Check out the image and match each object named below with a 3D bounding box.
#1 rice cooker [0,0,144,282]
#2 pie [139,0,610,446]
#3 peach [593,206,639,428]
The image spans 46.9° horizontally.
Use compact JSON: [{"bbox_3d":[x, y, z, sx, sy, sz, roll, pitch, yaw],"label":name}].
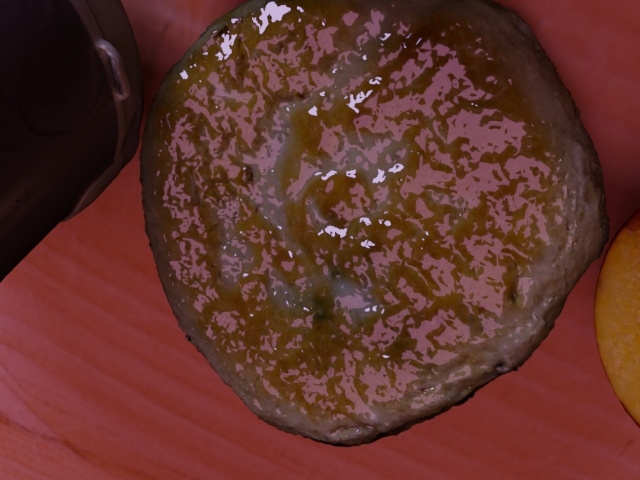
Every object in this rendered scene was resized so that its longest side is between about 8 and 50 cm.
[{"bbox_3d":[-0.275,-0.092,0.444,0.288,0.277,0.288,18,140,16],"label":"rice cooker"},{"bbox_3d":[0.022,-0.020,0.491,0.322,0.070,0.324,2,102,10],"label":"pie"},{"bbox_3d":[0.258,0.050,0.439,0.190,0.190,0.192,-34,135,31],"label":"peach"}]
